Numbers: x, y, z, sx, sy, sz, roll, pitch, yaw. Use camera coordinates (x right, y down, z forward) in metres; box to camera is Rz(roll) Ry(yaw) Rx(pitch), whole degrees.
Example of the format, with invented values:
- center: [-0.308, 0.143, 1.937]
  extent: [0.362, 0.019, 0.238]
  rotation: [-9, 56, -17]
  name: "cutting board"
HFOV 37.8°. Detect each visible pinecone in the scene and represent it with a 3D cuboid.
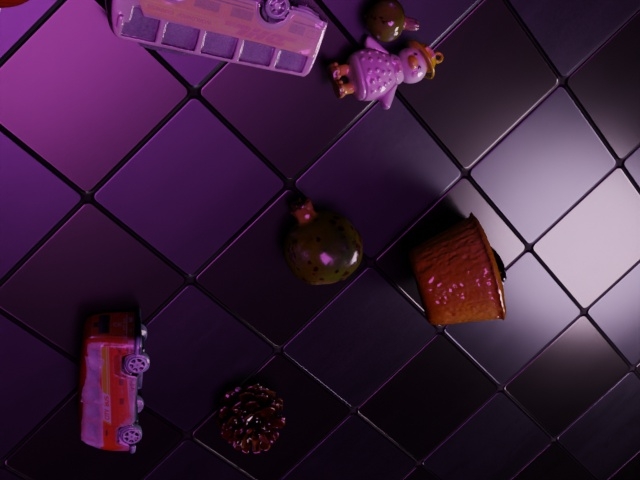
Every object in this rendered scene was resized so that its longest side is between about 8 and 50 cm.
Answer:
- center: [-0.133, 0.351, 1.813]
  extent: [0.140, 0.121, 0.140]
  rotation: [-8, 125, -11]
  name: "pinecone"

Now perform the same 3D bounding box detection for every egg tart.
- center: [0.265, 0.063, 1.777]
  extent: [0.171, 0.215, 0.215]
  rotation: [-16, 122, 3]
  name: "egg tart"

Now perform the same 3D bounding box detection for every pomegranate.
- center: [0.117, -0.370, 1.557]
  extent: [0.085, 0.073, 0.073]
  rotation: [-15, 121, -19]
  name: "pomegranate"
- center: [0.000, 0.011, 1.682]
  extent: [0.143, 0.122, 0.169]
  rotation: [-16, 129, 22]
  name: "pomegranate"

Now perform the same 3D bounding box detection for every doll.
- center: [0.114, -0.290, 1.590]
  extent: [0.207, 0.081, 0.129]
  rotation: [-16, 88, -14]
  name: "doll"

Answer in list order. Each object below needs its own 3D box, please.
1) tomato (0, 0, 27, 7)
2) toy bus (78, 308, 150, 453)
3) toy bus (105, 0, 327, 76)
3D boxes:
- center: [-0.430, -0.439, 1.240]
  extent: [0.260, 0.180, 0.259]
  rotation: [-8, 118, -15]
  name: "tomato"
- center: [-0.373, 0.258, 1.675]
  extent: [0.120, 0.121, 0.265]
  rotation: [2, 117, -13]
  name: "toy bus"
- center: [-0.162, -0.351, 1.444]
  extent: [0.343, 0.097, 0.138]
  rotation: [6, 121, -26]
  name: "toy bus"
